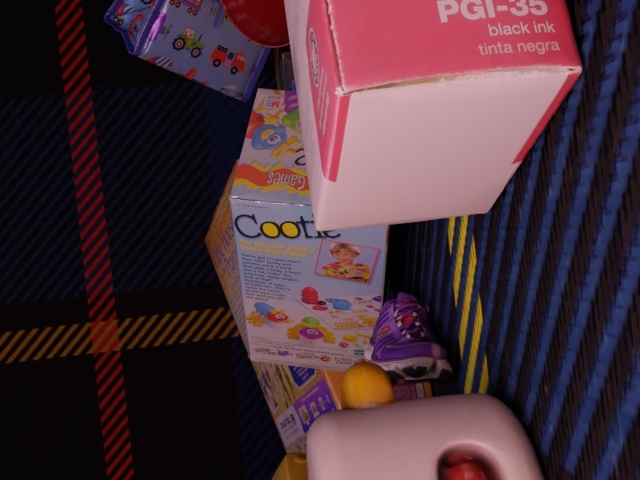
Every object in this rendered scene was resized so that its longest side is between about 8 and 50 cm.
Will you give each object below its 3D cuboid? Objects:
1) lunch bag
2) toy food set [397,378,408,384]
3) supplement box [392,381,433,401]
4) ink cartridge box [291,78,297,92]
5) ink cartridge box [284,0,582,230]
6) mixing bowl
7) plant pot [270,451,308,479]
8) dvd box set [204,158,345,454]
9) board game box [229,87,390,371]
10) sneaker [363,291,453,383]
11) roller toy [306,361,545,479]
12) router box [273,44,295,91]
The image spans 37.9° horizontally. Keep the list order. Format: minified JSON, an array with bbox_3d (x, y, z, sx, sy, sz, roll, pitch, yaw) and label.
[{"bbox_3d":[-0.148,-0.392,1.403,0.293,0.221,0.138,-57,45,17],"label":"lunch bag"},{"bbox_3d":[0.088,0.129,0.958,0.078,0.019,0.122,-104,5,-61],"label":"toy food set"},{"bbox_3d":[0.065,0.167,0.876,0.043,0.083,0.055,93,171,-63],"label":"supplement box"},{"bbox_3d":[0.008,-0.110,1.217,0.203,0.086,0.148,104,159,-79],"label":"ink cartridge box"},{"bbox_3d":[0.037,-0.172,0.533,0.207,0.117,0.283,97,166,-73],"label":"ink cartridge box"},{"bbox_3d":[-0.051,-0.372,1.313,0.098,0.181,0.181,-33,-52,-44],"label":"mixing bowl"},{"bbox_3d":[0.024,0.347,0.999,0.212,0.212,0.187,-109,25,-71],"label":"plant pot"},{"bbox_3d":[-0.043,0.125,1.292,0.420,0.062,0.307,67,157,15],"label":"dvd box set"},{"bbox_3d":[0.000,0.000,0.937,0.275,0.144,0.142,90,-172,-53],"label":"board game box"},{"bbox_3d":[0.073,0.083,0.819,0.170,0.068,0.071,-153,71,-80],"label":"sneaker"},{"bbox_3d":[0.059,0.196,0.588,0.191,0.146,0.209,-114,19,-75],"label":"roller toy"},{"bbox_3d":[-0.022,-0.186,1.543,0.243,0.081,0.309,-107,12,-67],"label":"router box"}]
